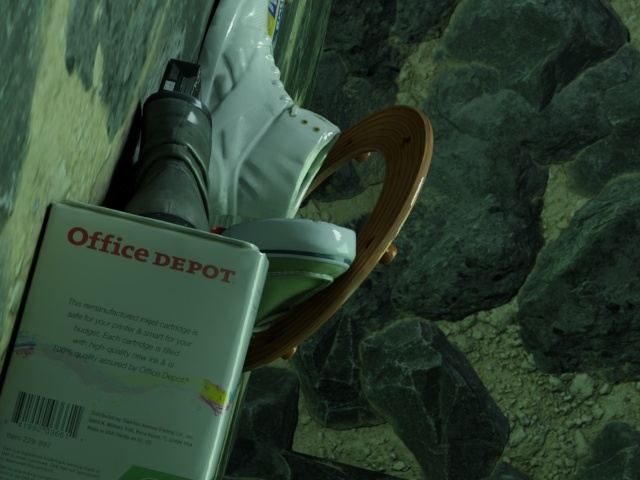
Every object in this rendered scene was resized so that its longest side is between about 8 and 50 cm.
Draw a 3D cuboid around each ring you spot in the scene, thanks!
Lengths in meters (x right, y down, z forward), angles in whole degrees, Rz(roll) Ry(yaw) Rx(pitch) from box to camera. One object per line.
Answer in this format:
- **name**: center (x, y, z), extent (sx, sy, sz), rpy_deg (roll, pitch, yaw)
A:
- **ring**: center (0.000, 0.000, 1.322), extent (0.336, 0.032, 0.336), rpy_deg (-44, -158, 22)

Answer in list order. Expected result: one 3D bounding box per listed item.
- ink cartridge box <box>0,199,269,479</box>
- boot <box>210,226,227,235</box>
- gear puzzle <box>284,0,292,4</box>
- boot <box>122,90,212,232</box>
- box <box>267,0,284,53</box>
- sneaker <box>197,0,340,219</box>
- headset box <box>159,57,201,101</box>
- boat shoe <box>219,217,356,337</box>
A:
- **ink cartridge box**: center (-0.135, 0.092, 0.908), extent (0.093, 0.154, 0.212), rpy_deg (87, 17, -84)
- **boot**: center (-0.145, 0.077, 1.788), extent (0.244, 0.088, 0.176), rpy_deg (77, 25, -79)
- **gear puzzle**: center (-0.049, -0.401, 1.660), extent (0.339, 0.044, 0.175), rpy_deg (102, 3, -55)
- **boot**: center (-0.147, 0.054, 1.147), extent (0.223, 0.118, 0.338), rpy_deg (-90, -162, -52)
- **box**: center (-0.072, -0.294, 1.526), extent (0.054, 0.059, 0.169), rpy_deg (-75, 178, -68)
- **sneaker**: center (-0.056, -0.153, 1.405), extent (0.108, 0.169, 0.292), rpy_deg (94, 9, -71)
- **headset box**: center (-0.136, -0.124, 1.228), extent (0.083, 0.032, 0.062), rpy_deg (98, 6, -63)
- **boat shoe**: center (-0.076, 0.051, 1.225), extent (0.302, 0.109, 0.094), rpy_deg (-18, -117, 49)
